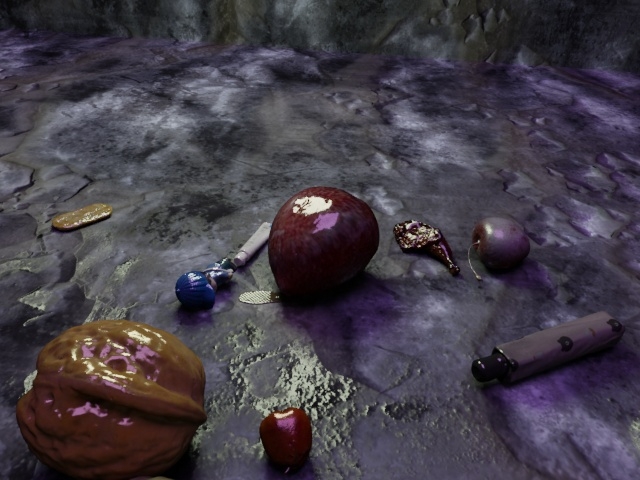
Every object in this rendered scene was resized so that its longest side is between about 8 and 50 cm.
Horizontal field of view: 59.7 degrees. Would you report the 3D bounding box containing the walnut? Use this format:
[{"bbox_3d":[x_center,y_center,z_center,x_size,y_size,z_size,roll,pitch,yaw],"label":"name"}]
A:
[{"bbox_3d":[-0.288,0.232,0.810,0.257,0.257,0.224,10,66,9],"label":"walnut"}]

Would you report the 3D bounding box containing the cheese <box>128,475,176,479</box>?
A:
[{"bbox_3d":[-0.223,0.371,0.529,0.328,0.129,0.351,-28,5,42],"label":"cheese"}]

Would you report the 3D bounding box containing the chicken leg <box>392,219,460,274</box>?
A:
[{"bbox_3d":[0.258,0.010,1.338,0.205,0.053,0.093,23,61,37],"label":"chicken leg"}]

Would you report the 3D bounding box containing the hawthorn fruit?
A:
[{"bbox_3d":[-0.050,0.305,0.848,0.081,0.081,0.093,-8,65,-17],"label":"hawthorn fruit"}]

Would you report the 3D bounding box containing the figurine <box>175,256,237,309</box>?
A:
[{"bbox_3d":[-0.233,0.083,1.157,0.086,0.087,0.149,-21,18,35],"label":"figurine"}]

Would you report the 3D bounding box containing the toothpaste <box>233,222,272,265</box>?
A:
[{"bbox_3d":[-0.153,0.004,1.323,0.048,0.031,0.190,12,31,16],"label":"toothpaste"}]

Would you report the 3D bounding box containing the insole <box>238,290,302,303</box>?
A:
[{"bbox_3d":[-0.105,0.120,1.176,0.135,0.002,0.045,2,34,-4],"label":"insole"}]

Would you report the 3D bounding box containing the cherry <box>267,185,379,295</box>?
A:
[{"bbox_3d":[0.000,0.000,1.196,0.231,0.202,0.300,21,51,21],"label":"cherry"}]

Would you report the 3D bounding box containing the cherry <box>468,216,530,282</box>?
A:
[{"bbox_3d":[0.423,0.029,1.287,0.148,0.115,0.188,33,31,-29],"label":"cherry"}]

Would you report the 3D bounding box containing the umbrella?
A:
[{"bbox_3d":[0.429,0.202,1.049,0.338,0.067,0.073,-12,24,-22],"label":"umbrella"}]

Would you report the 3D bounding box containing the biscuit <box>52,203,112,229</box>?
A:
[{"bbox_3d":[-0.588,-0.060,1.382,0.147,0.018,0.071,-25,42,-37],"label":"biscuit"}]
